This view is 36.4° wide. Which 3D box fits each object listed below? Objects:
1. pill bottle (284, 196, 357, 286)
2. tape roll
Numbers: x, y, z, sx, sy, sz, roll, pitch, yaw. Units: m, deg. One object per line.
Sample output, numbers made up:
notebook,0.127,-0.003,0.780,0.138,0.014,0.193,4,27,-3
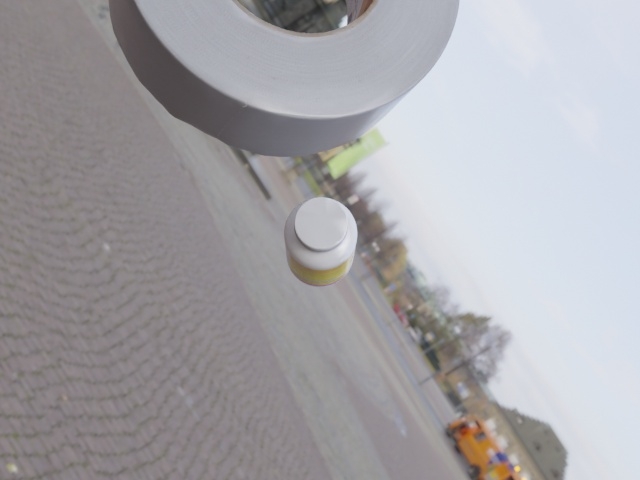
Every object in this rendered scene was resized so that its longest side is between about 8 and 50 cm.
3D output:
pill bottle,0.000,0.000,0.585,0.043,0.043,0.083,58,-7,11
tape roll,-0.024,-0.168,0.624,0.219,0.219,0.072,58,-22,3
